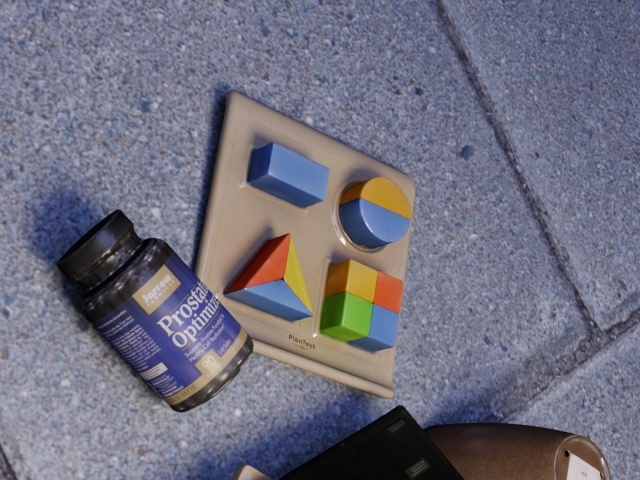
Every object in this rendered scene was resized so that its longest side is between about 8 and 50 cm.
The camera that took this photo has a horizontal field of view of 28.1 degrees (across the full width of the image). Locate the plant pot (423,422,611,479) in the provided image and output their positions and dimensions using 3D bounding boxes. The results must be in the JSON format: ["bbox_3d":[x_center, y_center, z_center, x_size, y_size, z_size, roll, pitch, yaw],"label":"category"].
[{"bbox_3d":[0.249,0.322,1.634,0.215,0.230,0.215,16,64,-36],"label":"plant pot"}]

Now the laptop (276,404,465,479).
[{"bbox_3d":[0.055,0.469,1.461,0.408,0.236,0.382,51,39,15],"label":"laptop"}]

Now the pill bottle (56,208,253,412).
[{"bbox_3d":[-0.187,0.076,1.432,0.219,0.122,0.123,49,49,-12],"label":"pill bottle"}]

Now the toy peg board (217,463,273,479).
[{"bbox_3d":[-0.078,0.360,1.461,0.161,0.079,0.161,36,69,-25],"label":"toy peg board"}]

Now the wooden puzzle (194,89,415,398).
[{"bbox_3d":[0.000,0.000,1.651,0.322,0.080,0.348,23,60,-32],"label":"wooden puzzle"}]
